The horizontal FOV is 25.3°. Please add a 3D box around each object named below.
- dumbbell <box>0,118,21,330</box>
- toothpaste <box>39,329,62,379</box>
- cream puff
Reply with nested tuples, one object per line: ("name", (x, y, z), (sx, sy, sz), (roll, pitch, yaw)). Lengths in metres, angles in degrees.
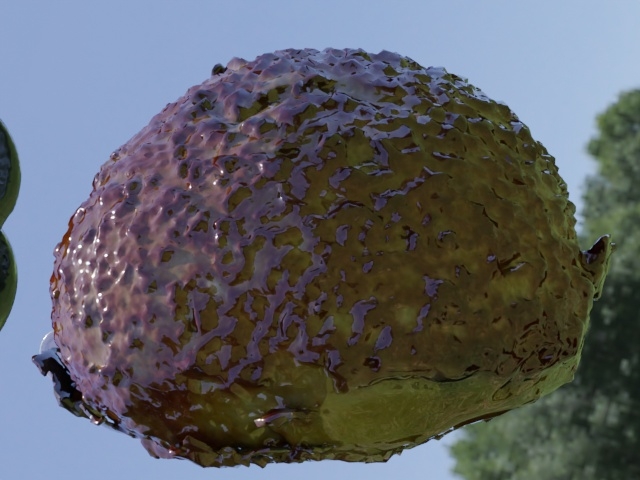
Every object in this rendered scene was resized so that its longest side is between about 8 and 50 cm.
("dumbbell", (-0.335, -0.008, 1.130), (0.290, 0.192, 0.192), (105, -170, -54))
("toothpaste", (-0.199, 0.113, 1.665), (0.323, 0.100, 0.066), (-8, -94, -60))
("cream puff", (0.003, -0.001, 0.852), (0.350, 0.350, 0.228), (-24, -67, -68))
